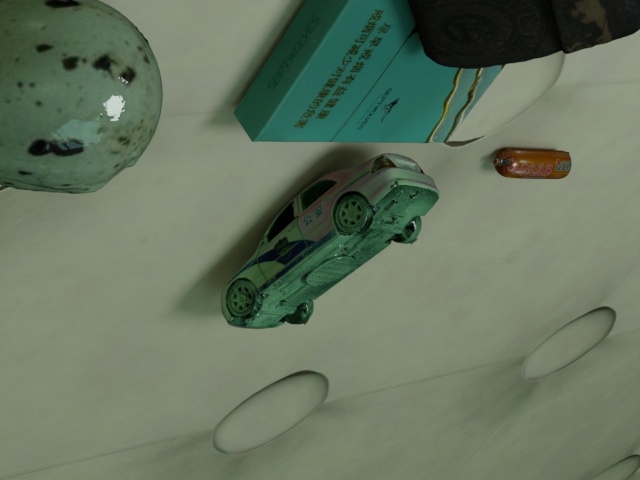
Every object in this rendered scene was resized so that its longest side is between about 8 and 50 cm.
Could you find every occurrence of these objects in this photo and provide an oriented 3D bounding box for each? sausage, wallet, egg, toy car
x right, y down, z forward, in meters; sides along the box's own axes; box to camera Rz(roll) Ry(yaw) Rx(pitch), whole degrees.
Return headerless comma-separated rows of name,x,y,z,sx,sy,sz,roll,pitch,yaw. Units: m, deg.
sausage,0.205,-0.075,1.561,0.107,0.031,0.031,-1,139,-47
wallet,0.124,-0.219,1.080,0.170,0.044,0.321,-8,152,12
egg,-0.181,-0.089,1.008,0.164,0.131,0.131,-16,149,-16
toy car,0.000,0.000,1.414,0.224,0.076,0.090,-38,155,26

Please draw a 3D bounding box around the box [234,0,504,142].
box,0.059,-0.145,1.273,0.229,0.041,0.162,-4,140,-44
